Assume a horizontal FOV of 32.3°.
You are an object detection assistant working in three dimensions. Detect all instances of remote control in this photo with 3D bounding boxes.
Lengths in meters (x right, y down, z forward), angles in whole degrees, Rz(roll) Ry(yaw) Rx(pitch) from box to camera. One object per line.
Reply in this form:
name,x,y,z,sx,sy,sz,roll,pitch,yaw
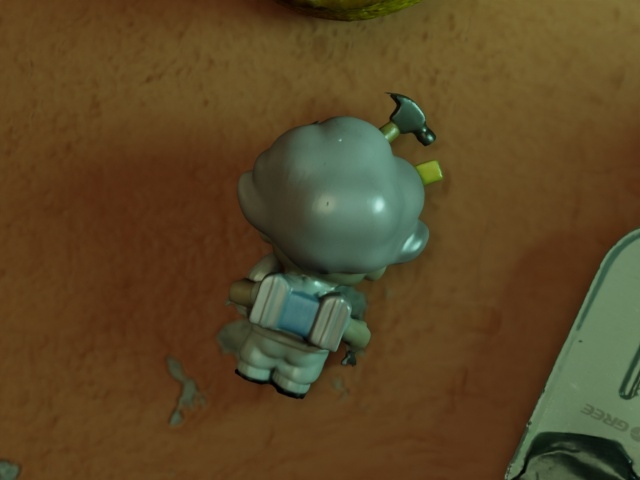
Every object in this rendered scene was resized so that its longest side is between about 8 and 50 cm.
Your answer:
remote control,0.204,0.104,0.736,0.104,0.052,0.247,25,90,16

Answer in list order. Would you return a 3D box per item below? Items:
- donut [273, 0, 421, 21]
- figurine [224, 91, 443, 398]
donut,0.022,-0.279,0.794,0.254,0.118,0.253,-1,86,13
figurine,0.000,0.000,0.772,0.137,0.112,0.229,22,99,10
